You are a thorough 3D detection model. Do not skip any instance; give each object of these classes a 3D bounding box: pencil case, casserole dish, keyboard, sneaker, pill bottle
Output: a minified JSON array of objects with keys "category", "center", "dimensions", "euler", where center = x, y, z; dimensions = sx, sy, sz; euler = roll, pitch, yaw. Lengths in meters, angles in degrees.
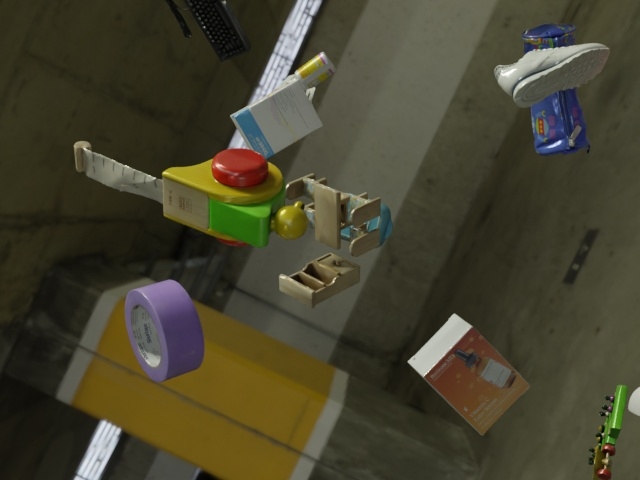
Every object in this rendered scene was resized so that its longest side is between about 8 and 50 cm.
[{"category":"pencil case","center":[0.533,-0.335,1.833],"dimensions":[0.133,0.119,0.306],"euler":[-119,15,-72]},{"category":"casserole dish","center":[0.083,-0.050,1.960],"dimensions":[0.037,0.188,0.114],"euler":[0,-74,-63]},{"category":"keyboard","center":[-0.327,-0.607,2.105],"dimensions":[0.201,0.317,0.033],"euler":[-8,34,40]},{"category":"sneaker","center":[0.460,-0.347,1.599],"dimensions":[0.235,0.095,0.090],"euler":[-20,-41,-15]},{"category":"pill bottle","center":[-0.016,-0.298,1.453],"dimensions":[0.083,0.043,0.043],"euler":[-34,4,10]}]

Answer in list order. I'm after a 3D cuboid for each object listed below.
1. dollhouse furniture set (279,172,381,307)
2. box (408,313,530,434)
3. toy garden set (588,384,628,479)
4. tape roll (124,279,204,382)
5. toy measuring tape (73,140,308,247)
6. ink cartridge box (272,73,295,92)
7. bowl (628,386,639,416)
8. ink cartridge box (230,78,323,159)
[{"category":"dollhouse furniture set","center":[0.000,0.000,1.799],"dimensions":[0.161,0.212,0.242],"euler":[-25,-55,-38]},{"category":"box","center":[0.270,0.244,1.483],"dimensions":[0.130,0.170,0.091],"euler":[-46,16,-1]},{"category":"toy garden set","center":[0.602,0.454,1.746],"dimensions":[0.244,0.049,0.204],"euler":[82,-152,-48]},{"category":"tape roll","center":[-0.308,0.177,1.591],"dimensions":[0.080,0.189,0.189],"euler":[-17,-34,-34]},{"category":"toy measuring tape","center":[-0.153,-0.075,1.023],"dimensions":[0.121,0.330,0.121],"euler":[-49,-30,-41]},{"category":"ink cartridge box","center":[-0.081,-0.361,1.950],"dimensions":[0.063,0.029,0.115],"euler":[-4,37,46]},{"category":"bowl","center":[0.650,0.286,1.470],"dimensions":[0.142,0.142,0.053],"euler":[16,115,60]},{"category":"ink cartridge box","center":[-0.068,-0.208,1.378],"dimensions":[0.143,0.090,0.092],"euler":[-30,13,-4]}]
